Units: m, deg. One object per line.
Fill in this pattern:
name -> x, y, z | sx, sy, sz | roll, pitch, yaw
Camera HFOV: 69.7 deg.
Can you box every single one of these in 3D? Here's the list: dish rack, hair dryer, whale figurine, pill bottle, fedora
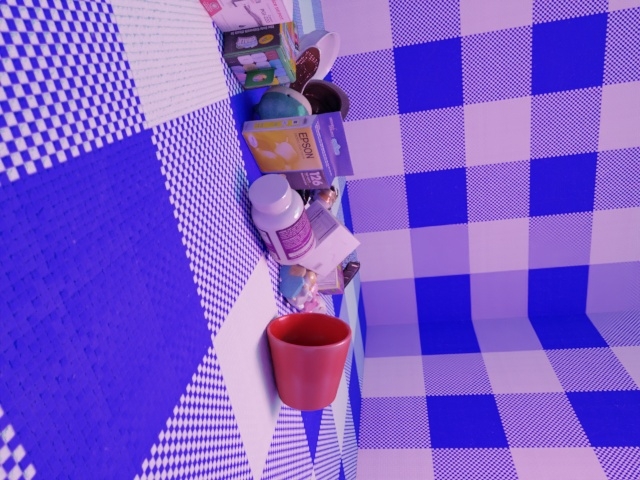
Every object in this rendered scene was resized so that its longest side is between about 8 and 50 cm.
dish rack -> 0.120, 0.111, 2.592 | 0.208, 0.074, 0.271 | -56, -148, 35
hair dryer -> -0.065, -0.210, 1.903 | 0.223, 0.080, 0.293 | 118, -23, -46
whale figurine -> -0.135, -0.394, 1.561 | 0.272, 0.216, 0.141 | 125, -13, -66
pill bottle -> -0.123, -0.066, 1.469 | 0.301, 0.169, 0.169 | 72, 17, -53
fedora -> -0.007, -0.650, 2.241 | 0.124, 0.276, 0.243 | 144, -38, -76

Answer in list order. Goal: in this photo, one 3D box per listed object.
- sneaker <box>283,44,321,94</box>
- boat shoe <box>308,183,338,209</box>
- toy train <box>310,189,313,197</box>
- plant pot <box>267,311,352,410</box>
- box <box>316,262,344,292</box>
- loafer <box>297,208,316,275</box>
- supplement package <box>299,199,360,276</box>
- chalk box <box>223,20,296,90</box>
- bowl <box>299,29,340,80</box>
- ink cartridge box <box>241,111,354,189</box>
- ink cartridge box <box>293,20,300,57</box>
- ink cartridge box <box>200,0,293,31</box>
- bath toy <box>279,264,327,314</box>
sneaker -> -0.091, -0.703, 1.920 | 0.290, 0.106, 0.123 | -52, -148, 40
boat shoe -> 0.025, -0.184, 1.866 | 0.113, 0.103, 0.302 | 39, 14, -9
toy train -> -0.056, -0.316, 2.164 | 0.248, 0.105, 0.143 | 63, 13, -62
plant pot -> -0.040, 0.396, 1.505 | 0.275, 0.275, 0.243 | -58, 150, -73
box -> 0.046, 0.149, 2.399 | 0.213, 0.117, 0.242 | 51, 35, -71
loafer -> -0.028, 0.021, 1.934 | 0.112, 0.111, 0.319 | -7, 108, -41
supplement package -> 0.000, 0.000, 1.733 | 0.145, 0.204, 0.262 | 49, 6, 25
chalk box -> -0.181, -0.585, 1.405 | 0.179, 0.180, 0.288 | 50, 37, -71
bowl -> -0.047, -0.903, 2.236 | 0.298, 0.134, 0.298 | -49, 169, -13
ink cartridge box -> -0.063, -0.280, 1.519 | 0.303, 0.307, 0.072 | 68, 26, -55
ink cartridge box -> -0.148, -0.832, 1.942 | 0.234, 0.088, 0.193 | -57, 141, -72
ink cartridge box -> -0.197, -0.659, 1.242 | 0.158, 0.218, 0.092 | 33, 52, -76
bath toy -> -0.064, 0.206, 1.804 | 0.129, 0.151, 0.348 | 39, -12, 29
